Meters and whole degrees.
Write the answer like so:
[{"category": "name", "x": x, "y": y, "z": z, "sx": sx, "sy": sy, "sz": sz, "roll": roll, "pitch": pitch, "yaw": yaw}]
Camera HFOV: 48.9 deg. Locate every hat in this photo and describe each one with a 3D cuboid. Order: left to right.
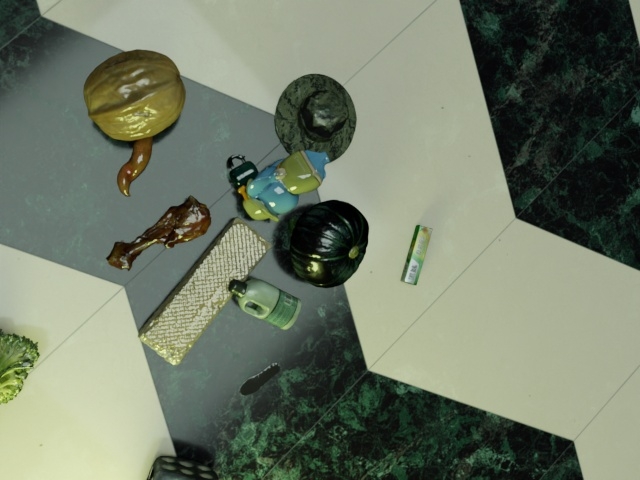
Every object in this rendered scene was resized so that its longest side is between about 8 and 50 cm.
[{"category": "hat", "x": 0.004, "y": -0.353, "z": 1.984, "sx": 0.265, "sy": 0.128, "sz": 0.266, "roll": 1, "pitch": 87, "yaw": -17}]

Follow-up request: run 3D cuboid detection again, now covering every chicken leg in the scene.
[{"category": "chicken leg", "x": -0.437, "y": -0.014, "z": 1.898, "sx": 0.304, "sy": 0.093, "sz": 0.113, "roll": -28, "pitch": 80, "yaw": -5}]

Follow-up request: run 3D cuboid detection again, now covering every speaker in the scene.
[{"category": "speaker", "x": -0.220, "y": -0.198, "z": 1.958, "sx": 0.075, "sy": 0.060, "sz": 0.095, "roll": -32, "pitch": 98, "yaw": -13}]

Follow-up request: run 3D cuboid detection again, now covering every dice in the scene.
[{"category": "dice", "x": -0.378, "y": 0.687, "z": 1.861, "sx": 0.182, "sy": 0.181, "sz": 0.183, "roll": 20, "pitch": 87, "yaw": -14}]

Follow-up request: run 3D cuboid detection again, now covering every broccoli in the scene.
[{"category": "broccoli", "x": -0.836, "y": 0.374, "z": 1.663, "sx": 0.251, "sy": 0.361, "sz": 0.221, "roll": -14, "pitch": 114, "yaw": 17}]

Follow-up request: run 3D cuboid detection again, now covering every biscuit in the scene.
[{"category": "biscuit", "x": -0.312, "y": 0.138, "z": 1.928, "sx": 0.144, "sy": 0.078, "sz": 0.426, "roll": 41, "pitch": 81, "yaw": -12}]

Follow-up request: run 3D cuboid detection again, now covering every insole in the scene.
[{"category": "insole", "x": -0.173, "y": 0.396, "z": 2.004, "sx": 0.135, "sy": 0.002, "sz": 0.045, "roll": -36, "pitch": 100, "yaw": -11}]

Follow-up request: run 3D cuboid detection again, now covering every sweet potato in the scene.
[{"category": "sweet potato", "x": -0.492, "y": -0.219, "z": 1.890, "sx": 0.055, "sy": 0.058, "sz": 0.202, "roll": 29, "pitch": 81, "yaw": -24}]

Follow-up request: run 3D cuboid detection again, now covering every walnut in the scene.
[{"category": "walnut", "x": -0.477, "y": -0.372, "z": 1.810, "sx": 0.260, "sy": 0.225, "sz": 0.225, "roll": -27, "pitch": 97, "yaw": -4}]

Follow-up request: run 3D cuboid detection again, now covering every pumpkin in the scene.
[{"category": "pumpkin", "x": 0.000, "y": 0.000, "z": 1.954, "sx": 0.247, "sy": 0.248, "sz": 0.248, "roll": 0, "pitch": 90, "yaw": -15}]

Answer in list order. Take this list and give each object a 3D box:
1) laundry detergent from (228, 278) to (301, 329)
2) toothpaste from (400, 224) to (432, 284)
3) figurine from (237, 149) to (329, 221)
[{"category": "laundry detergent", "x": -0.159, "y": 0.165, "z": 1.933, "sx": 0.225, "sy": 0.070, "sz": 0.099, "roll": 30, "pitch": 98, "yaw": -36}, {"category": "toothpaste", "x": 0.288, "y": 0.043, "z": 2.104, "sx": 0.043, "sy": 0.037, "sz": 0.179, "roll": 18, "pitch": 86, "yaw": -15}, {"category": "figurine", "x": -0.093, "y": -0.149, "z": 1.932, "sx": 0.261, "sy": 0.180, "sz": 0.154, "roll": -27, "pitch": 91, "yaw": -5}]
